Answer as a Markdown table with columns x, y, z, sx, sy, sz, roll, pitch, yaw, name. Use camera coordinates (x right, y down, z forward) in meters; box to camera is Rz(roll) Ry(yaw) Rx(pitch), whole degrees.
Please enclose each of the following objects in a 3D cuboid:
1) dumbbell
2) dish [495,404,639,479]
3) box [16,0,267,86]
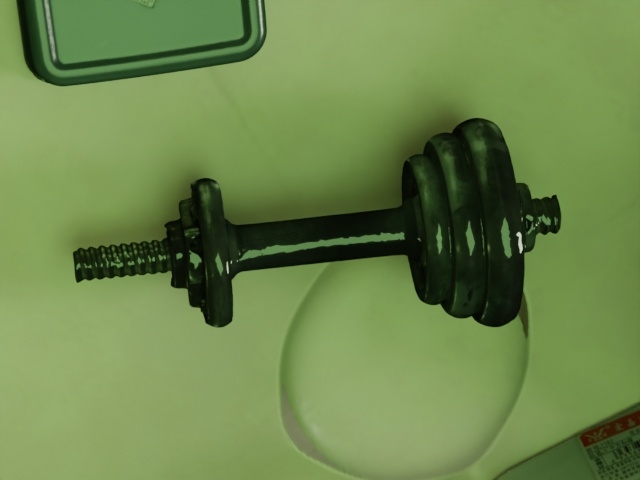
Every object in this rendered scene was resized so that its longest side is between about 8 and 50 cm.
| x | y | z | sx | sy | sz | roll | pitch | yaw | name |
| --- | --- | --- | --- | --- | --- | --- | --- | --- | --- |
| 0.000 | 0.000 | 1.029 | 0.255 | 0.110 | 0.110 | -6 | 108 | -7 | dumbbell |
| 0.196 | 0.180 | 1.153 | 0.234 | 0.064 | 0.154 | -25 | 112 | -4 | dish |
| -0.090 | -0.126 | 0.999 | 0.126 | 0.031 | 0.091 | -8 | 108 | -11 | box |
